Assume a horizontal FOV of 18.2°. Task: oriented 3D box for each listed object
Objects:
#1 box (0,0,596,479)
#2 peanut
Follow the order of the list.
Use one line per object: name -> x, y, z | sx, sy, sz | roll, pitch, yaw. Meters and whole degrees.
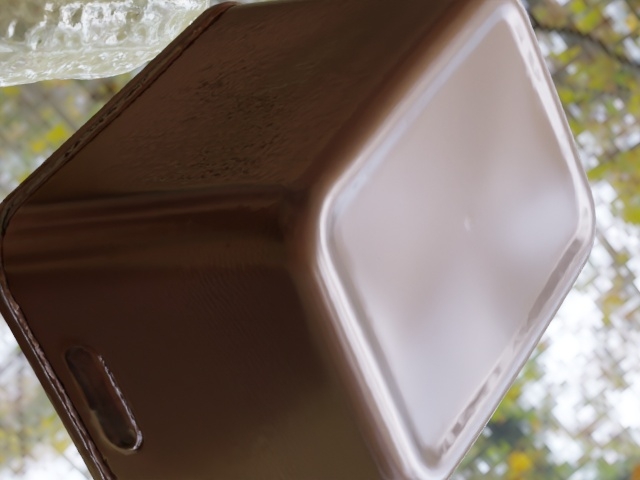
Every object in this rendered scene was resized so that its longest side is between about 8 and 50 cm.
box -> 0.000, 0.000, 1.272 | 0.229, 0.239, 0.339 | -5, -150, 35
peanut -> -0.245, -0.209, 1.782 | 0.313, 0.152, 0.152 | -16, -171, -37
